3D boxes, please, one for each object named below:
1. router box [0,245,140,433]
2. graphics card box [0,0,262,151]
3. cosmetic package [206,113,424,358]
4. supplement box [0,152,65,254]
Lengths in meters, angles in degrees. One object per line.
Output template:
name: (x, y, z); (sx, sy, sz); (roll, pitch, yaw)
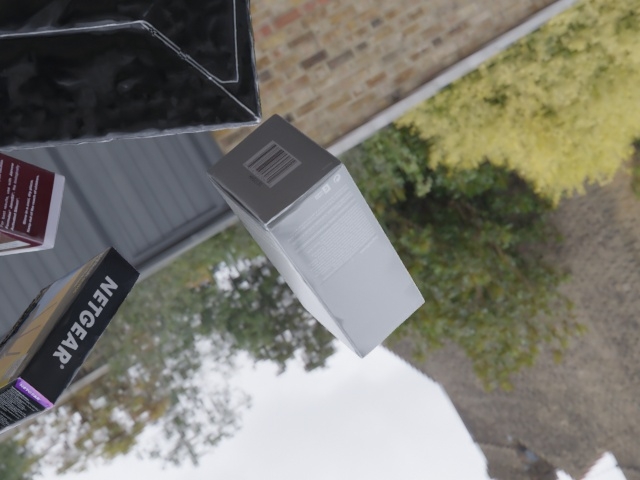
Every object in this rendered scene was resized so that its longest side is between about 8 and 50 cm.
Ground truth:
router box: (-0.260, 0.097, 0.973); (0.133, 0.046, 0.179); (-28, -155, 37)
graphics card box: (-0.159, -0.101, 0.550); (0.232, 0.094, 0.371); (-6, -169, -5)
cosmetic package: (0.000, 0.000, 1.036); (0.107, 0.238, 0.127); (-40, -137, -10)
supplement box: (-0.355, -0.050, 0.867); (0.130, 0.073, 0.239); (-6, 162, 38)
